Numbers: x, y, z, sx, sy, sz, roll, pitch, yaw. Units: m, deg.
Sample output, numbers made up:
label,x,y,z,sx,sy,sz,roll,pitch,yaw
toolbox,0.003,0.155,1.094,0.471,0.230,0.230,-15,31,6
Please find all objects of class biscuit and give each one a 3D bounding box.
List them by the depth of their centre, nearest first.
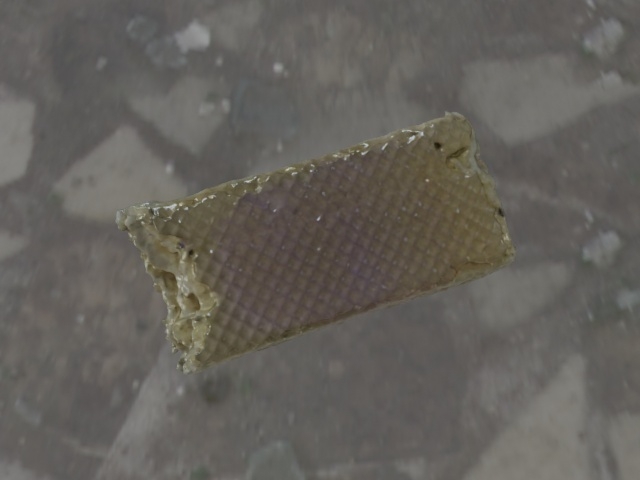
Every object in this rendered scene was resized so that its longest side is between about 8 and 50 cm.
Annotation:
label,x,y,z,sx,sy,sz,roll,pitch,yaw
biscuit,0.000,0.000,1.143,0.239,0.062,0.108,-17,86,-22
